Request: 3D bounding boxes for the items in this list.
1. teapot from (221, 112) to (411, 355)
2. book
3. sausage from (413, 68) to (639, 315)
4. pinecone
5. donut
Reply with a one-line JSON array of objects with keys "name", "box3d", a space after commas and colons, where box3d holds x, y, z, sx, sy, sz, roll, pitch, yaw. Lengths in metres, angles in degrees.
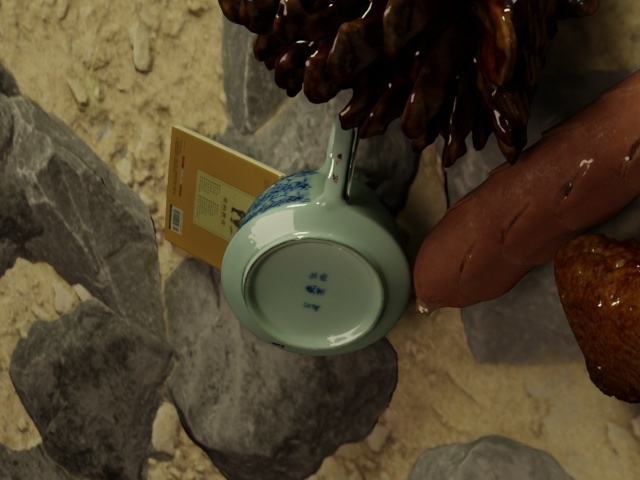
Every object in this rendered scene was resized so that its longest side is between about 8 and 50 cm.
[{"name": "teapot", "box3d": [0.000, 0.000, 1.341, 0.159, 0.159, 0.232, 36, 132, 28]}, {"name": "book", "box3d": [-0.091, -0.029, 1.464, 0.172, 0.012, 0.118, 27, 119, 45]}, {"name": "sausage", "box3d": [0.207, -0.056, 1.176, 0.433, 0.088, 0.088, -37, 77, 40]}, {"name": "pinecone", "box3d": [0.055, -0.208, 1.154, 0.296, 0.242, 0.298, 23, 122, 32]}, {"name": "donut", "box3d": [0.261, 0.043, 1.092, 0.295, 0.151, 0.112, -26, 114, 43]}]
